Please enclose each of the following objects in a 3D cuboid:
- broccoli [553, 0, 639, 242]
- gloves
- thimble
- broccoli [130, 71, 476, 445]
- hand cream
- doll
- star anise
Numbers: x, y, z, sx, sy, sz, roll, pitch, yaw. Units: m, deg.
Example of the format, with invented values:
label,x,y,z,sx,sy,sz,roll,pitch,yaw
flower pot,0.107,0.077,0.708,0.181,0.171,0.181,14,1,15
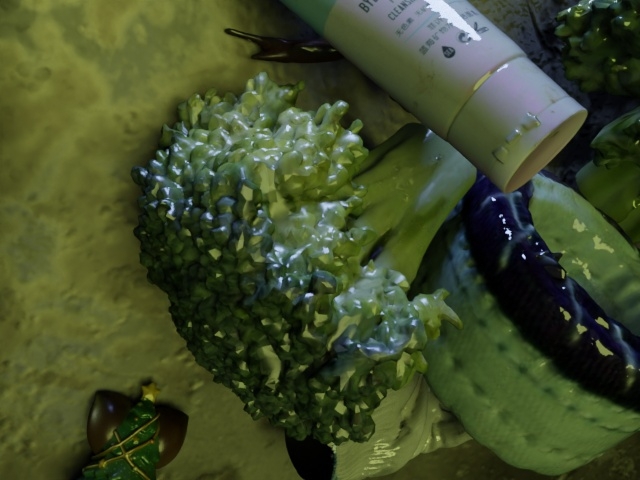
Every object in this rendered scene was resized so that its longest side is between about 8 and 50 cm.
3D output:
label,x,y,z,sx,sy,sz,roll,pitch,yaw
broccoli,0.366,-0.130,0.570,0.317,0.338,0.277,-33,85,9
gloves,0.075,0.140,0.597,0.229,0.097,0.119,-12,105,-24
thimble,0.174,0.053,0.546,0.237,0.237,0.150,24,125,-27
broccoli,0.000,0.000,0.491,0.243,0.263,0.247,-37,147,-20
hand cream,0.031,-0.158,0.450,0.111,0.070,0.312,-38,71,-9
doll,-0.148,0.170,0.520,0.078,0.077,0.113,21,92,-18
star anise,0.028,-0.143,0.531,0.144,0.158,0.140,-25,108,22
